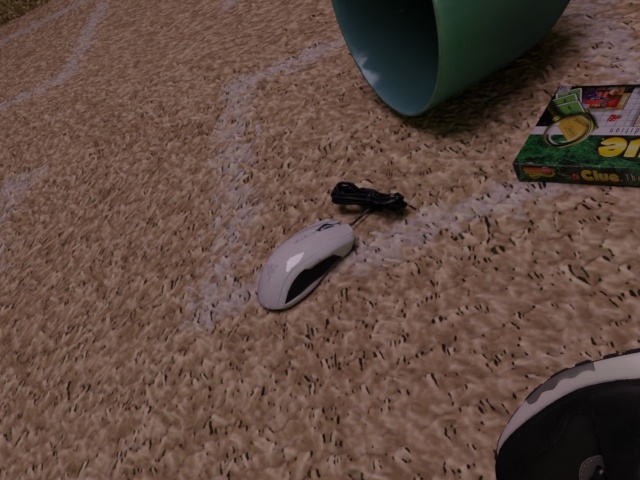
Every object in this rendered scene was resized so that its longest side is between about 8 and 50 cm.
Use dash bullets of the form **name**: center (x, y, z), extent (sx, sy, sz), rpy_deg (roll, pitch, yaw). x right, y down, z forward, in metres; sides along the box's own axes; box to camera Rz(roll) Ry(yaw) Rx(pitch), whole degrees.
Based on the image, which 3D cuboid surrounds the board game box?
- **board game box**: center (0.335, -0.106, 0.751), extent (0.260, 0.030, 0.136), rpy_deg (7, 52, 41)

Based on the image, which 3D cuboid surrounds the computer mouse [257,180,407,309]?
- **computer mouse**: center (0.000, 0.000, 0.851), extent (0.193, 0.042, 0.106), rpy_deg (-44, 39, -18)

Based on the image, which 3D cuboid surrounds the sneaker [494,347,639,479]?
- **sneaker**: center (0.208, 0.122, 0.392), extent (0.283, 0.107, 0.124), rpy_deg (-32, 28, 37)

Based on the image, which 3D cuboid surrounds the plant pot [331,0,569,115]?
- **plant pot**: center (0.168, -0.333, 0.939), extent (0.235, 0.293, 0.293), rpy_deg (-24, 34, -13)
